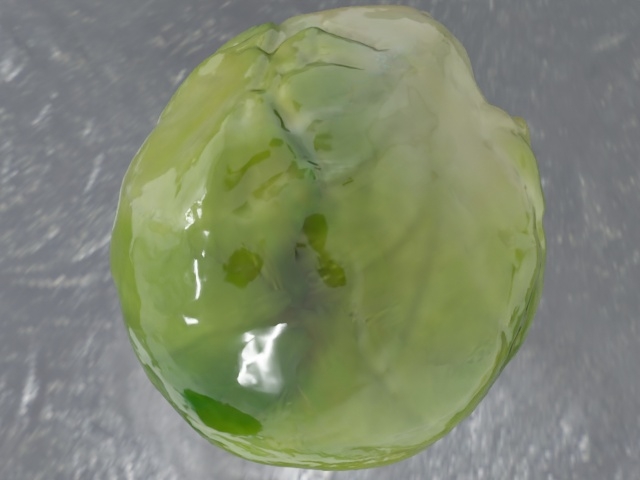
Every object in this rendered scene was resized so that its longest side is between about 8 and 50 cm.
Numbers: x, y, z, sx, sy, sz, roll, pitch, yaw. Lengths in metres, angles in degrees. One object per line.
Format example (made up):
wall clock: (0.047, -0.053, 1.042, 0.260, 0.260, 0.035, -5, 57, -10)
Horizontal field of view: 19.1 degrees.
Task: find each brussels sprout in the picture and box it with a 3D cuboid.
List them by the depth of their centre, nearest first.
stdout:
brussels sprout: (0.000, 0.000, 1.390, 0.344, 0.268, 0.344, 1, 87, -23)
